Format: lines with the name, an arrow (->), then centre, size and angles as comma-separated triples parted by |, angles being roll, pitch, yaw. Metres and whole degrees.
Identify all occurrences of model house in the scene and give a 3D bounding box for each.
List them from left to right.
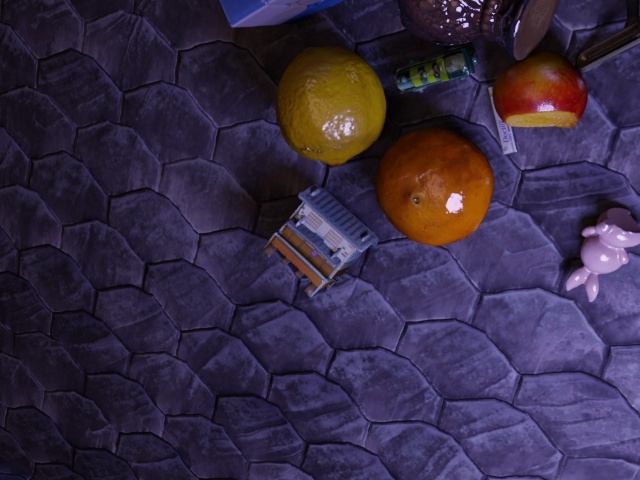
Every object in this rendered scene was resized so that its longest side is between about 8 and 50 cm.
model house -> 0.000, 0.000, 1.959 | 0.224, 0.198, 0.215 | 43, 102, 10

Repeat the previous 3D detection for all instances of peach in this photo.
peach -> 0.478, -0.311, 1.642 | 0.190, 0.190, 0.192 | -37, 87, 30

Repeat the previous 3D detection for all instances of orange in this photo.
orange -> 0.266, -0.124, 1.779 | 0.284, 0.226, 0.283 | 11, 111, 30

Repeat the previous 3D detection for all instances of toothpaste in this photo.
toothpaste -> 0.425, -0.284, 1.754 | 0.034, 0.046, 0.164 | -11, 100, 25

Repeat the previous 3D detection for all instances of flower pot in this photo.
flower pot -> 0.343, -0.516, 1.583 | 0.267, 0.267, 0.266 | 32, 117, 23

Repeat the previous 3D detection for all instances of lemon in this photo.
lemon -> 0.024, -0.323, 1.810 | 0.293, 0.293, 0.293 | 8, 108, 24

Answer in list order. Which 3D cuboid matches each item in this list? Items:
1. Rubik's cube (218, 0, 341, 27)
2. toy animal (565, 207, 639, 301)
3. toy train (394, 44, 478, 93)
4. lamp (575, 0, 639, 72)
Rubik's cube -> -0.061, -0.707, 1.691 | 0.344, 0.347, 0.346 | -21, 95, 30
toy animal -> 0.638, 0.029, 1.719 | 0.124, 0.124, 0.212 | 33, 126, 14
toy train -> 0.261, -0.395, 1.750 | 0.200, 0.132, 0.083 | -14, 98, 27
lamp -> 0.567, -0.514, 1.597 | 0.283, 0.124, 0.203 | 55, 140, -2
